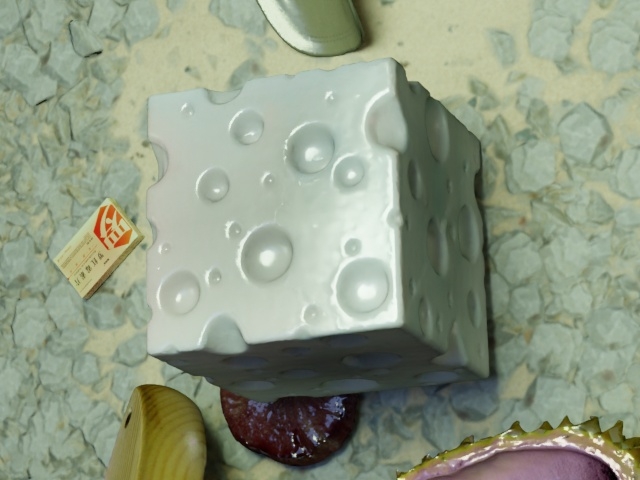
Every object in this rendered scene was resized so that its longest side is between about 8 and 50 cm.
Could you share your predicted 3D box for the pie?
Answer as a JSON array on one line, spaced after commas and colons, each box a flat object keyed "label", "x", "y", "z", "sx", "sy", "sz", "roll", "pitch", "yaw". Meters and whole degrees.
[{"label": "pie", "x": -0.032, "y": 0.144, "z": 1.920, "sx": 0.154, "sy": 0.036, "sz": 0.154, "roll": -4, "pitch": 82, "yaw": 27}]

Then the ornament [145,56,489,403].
[{"label": "ornament", "x": 0.000, "y": 0.000, "z": 1.783, "sx": 0.239, "sy": 0.239, "sz": 0.240, "roll": -7, "pitch": 73, "yaw": 21}]

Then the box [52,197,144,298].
[{"label": "box", "x": -0.229, "y": 0.008, "z": 2.051, "sx": 0.093, "sy": 0.015, "sz": 0.058, "roll": -47, "pitch": 64, "yaw": 16}]

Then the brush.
[{"label": "brush", "x": -0.121, "y": 0.257, "z": 1.888, "sx": 0.174, "sy": 0.166, "sz": 0.267, "roll": 123, "pitch": 158, "yaw": -46}]

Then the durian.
[{"label": "durian", "x": 0.159, "y": 0.268, "z": 1.772, "sx": 0.341, "sy": 0.112, "sz": 0.191, "roll": -39, "pitch": 59, "yaw": 9}]

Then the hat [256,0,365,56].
[{"label": "hat", "x": 0.002, "y": -0.283, "z": 1.942, "sx": 0.166, "sy": 0.173, "sz": 0.144, "roll": -15, "pitch": 33, "yaw": 53}]
